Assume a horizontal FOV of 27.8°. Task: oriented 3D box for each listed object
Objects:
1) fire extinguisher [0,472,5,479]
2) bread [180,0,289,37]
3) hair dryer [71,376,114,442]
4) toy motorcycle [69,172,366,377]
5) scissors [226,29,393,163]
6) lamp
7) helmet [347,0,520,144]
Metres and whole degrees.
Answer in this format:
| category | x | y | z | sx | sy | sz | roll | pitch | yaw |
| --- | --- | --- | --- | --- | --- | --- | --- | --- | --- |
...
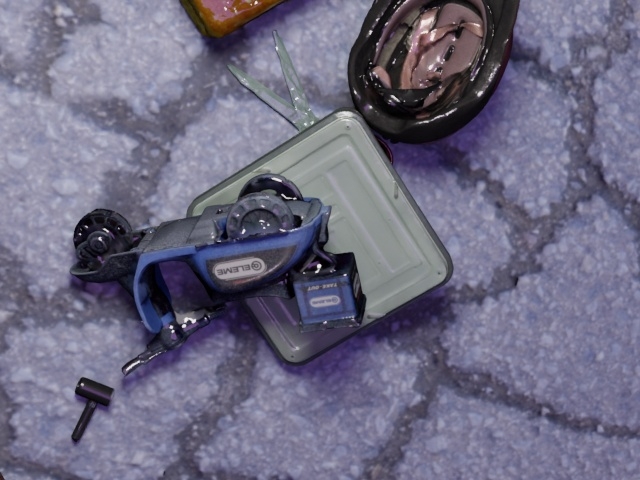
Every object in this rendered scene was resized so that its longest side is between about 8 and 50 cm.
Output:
| category | x | y | z | sx | sy | sz | roll | pitch | yaw |
| --- | --- | --- | --- | --- | --- | --- | --- | --- | --- |
| fire extinguisher | -0.468 | 0.261 | 1.590 | 0.105 | 0.105 | 0.269 | -30 | 104 | -11 |
| bread | -0.084 | -0.380 | 1.625 | 0.234 | 0.110 | 0.184 | -33 | 103 | -10 |
| hair dryer | -0.304 | 0.221 | 1.670 | 0.047 | 0.026 | 0.083 | 24 | 96 | -15 |
| toy motorcycle | -0.136 | 0.042 | 1.613 | 0.359 | 0.125 | 0.212 | -9 | 110 | 12 |
| scissors | -0.019 | -0.157 | 1.717 | 0.144 | 0.017 | 0.247 | -39 | 104 | -10 |
| lamp | 0.000 | 0.000 | 1.684 | 0.266 | 0.047 | 0.269 | -31 | 104 | 11 |
| helmet | 0.150 | -0.235 | 1.690 | 0.198 | 0.154 | 0.253 | 30 | 75 | 21 |
